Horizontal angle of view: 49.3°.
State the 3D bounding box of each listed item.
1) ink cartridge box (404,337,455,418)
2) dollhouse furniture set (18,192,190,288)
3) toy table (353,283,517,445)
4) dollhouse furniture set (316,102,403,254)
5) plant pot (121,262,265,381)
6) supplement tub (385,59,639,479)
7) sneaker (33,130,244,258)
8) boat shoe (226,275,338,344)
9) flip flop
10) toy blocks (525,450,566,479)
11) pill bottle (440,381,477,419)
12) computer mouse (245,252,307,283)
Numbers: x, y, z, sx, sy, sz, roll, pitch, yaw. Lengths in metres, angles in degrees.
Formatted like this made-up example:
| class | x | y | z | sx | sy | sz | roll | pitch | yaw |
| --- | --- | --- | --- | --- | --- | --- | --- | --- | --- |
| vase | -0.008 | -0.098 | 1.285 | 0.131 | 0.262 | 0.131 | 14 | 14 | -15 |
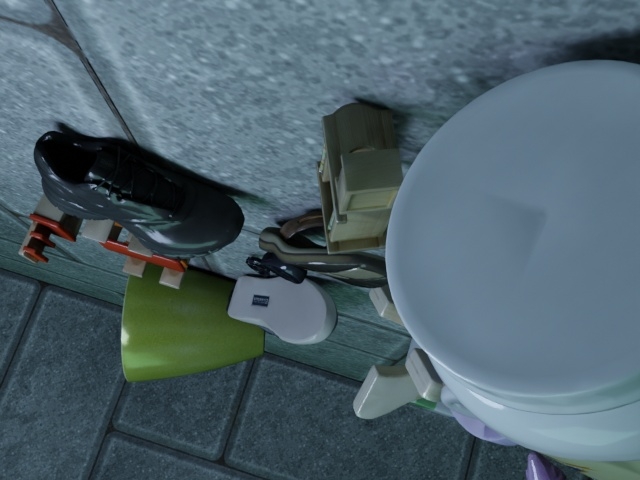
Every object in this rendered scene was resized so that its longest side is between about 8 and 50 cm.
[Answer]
| class | x | y | z | sx | sy | sz | roll | pitch | yaw |
| --- | --- | --- | --- | --- | --- | --- | --- | --- | --- |
| ink cartridge box | 0.278 | 0.282 | 1.411 | 0.212 | 0.154 | 0.093 | 22 | 165 | -16 |
| dollhouse furniture set | -0.356 | 0.006 | 1.190 | 0.259 | 0.135 | 0.262 | 17 | 165 | 3 |
| toy table | 0.163 | 0.138 | 0.902 | 0.160 | 0.252 | 0.274 | 20 | -174 | -18 |
| dollhouse furniture set | 0.084 | -0.067 | 0.579 | 0.160 | 0.101 | 0.182 | -6 | 166 | -6 |
| plant pot | -0.270 | 0.184 | 1.565 | 0.293 | 0.275 | 0.275 | 3 | 166 | -4 |
| supplement tub | 0.212 | 0.048 | 0.494 | 0.235 | 0.236 | 0.324 | 5 | 160 | 40 |
| sneaker | -0.238 | -0.060 | 0.893 | 0.286 | 0.109 | 0.130 | 15 | 159 | 2 |
| boat shoe | -0.037 | 0.140 | 1.375 | 0.158 | 0.127 | 0.340 | 20 | 174 | -35 |
| flip flop | 0.000 | 0.000 | 0.896 | 0.112 | 0.080 | 0.277 | 19 | -179 | -24 |
| toy blocks | 0.377 | 0.206 | 0.859 | 0.260 | 0.308 | 0.288 | 64 | 163 | -7 |
| pill bottle | 0.196 | 0.092 | 0.739 | 0.111 | 0.187 | 0.112 | 12 | 156 | 6 |
| computer mouse | -0.077 | 0.039 | 1.195 | 0.071 | 0.041 | 0.242 | 32 | 168 | -18 |
